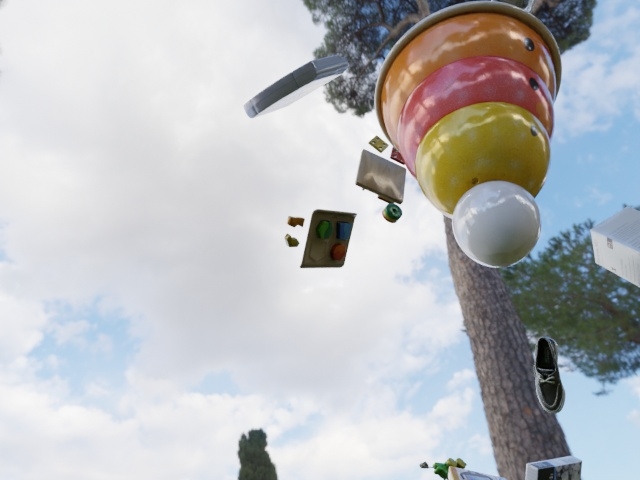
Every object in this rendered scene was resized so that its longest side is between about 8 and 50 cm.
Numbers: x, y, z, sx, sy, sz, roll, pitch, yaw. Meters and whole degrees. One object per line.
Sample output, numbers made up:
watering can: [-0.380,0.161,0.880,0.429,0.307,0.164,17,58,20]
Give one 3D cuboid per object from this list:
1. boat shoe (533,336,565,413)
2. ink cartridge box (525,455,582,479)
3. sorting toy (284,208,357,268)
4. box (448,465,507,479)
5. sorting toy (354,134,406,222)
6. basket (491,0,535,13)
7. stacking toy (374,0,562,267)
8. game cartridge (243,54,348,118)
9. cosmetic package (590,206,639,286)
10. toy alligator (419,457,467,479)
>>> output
boat shoe: [0.667,0.395,1.340,0.078,0.219,0.070,-12,-21,36]
ink cartridge box: [0.685,0.757,1.340,0.206,0.045,0.208,6,-91,-27]
sorting toy: [0.000,0.000,1.618,0.307,0.041,0.229,3,-71,-42]
box: [0.337,0.508,0.933,0.136,0.081,0.028,7,-91,8]
sorting toy: [0.153,-0.164,1.186,0.132,0.274,0.046,22,-40,-11]
basket: [0.548,-0.699,1.261,0.113,0.103,0.167,20,-80,13]
stacking toy: [0.269,-0.141,0.762,0.351,0.480,0.350,3,-42,3]
game cartridge: [-0.082,-0.443,1.323,0.297,0.198,0.062,-16,-71,42]
cosmetic package: [0.972,0.019,1.398,0.151,0.183,0.151,-31,-60,-4]
toy alligator: [0.351,0.641,1.255,0.190,0.051,0.056,17,-63,-33]
